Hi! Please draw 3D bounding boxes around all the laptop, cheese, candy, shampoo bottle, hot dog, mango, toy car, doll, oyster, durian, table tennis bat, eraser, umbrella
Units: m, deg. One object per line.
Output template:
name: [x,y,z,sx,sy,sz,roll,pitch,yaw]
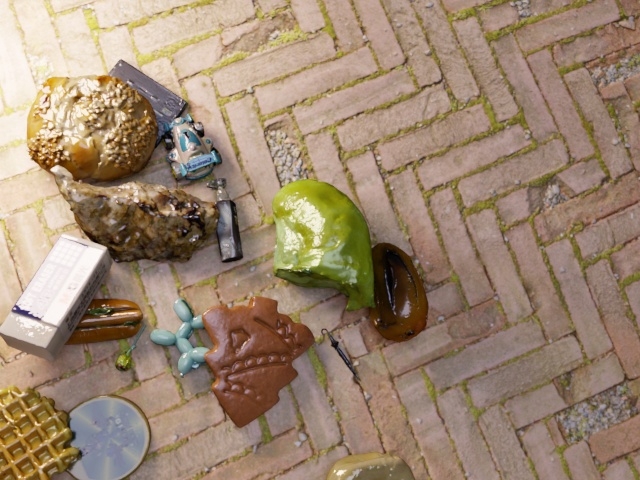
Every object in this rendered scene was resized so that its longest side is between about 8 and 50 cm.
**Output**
laptop: [-0.457,-0.341,2.033,0.207,0.026,0.154,34,74,-1]
cheese: [0.116,0.598,1.869,0.226,0.117,0.213,-1,83,-14]
candy: [-0.438,0.250,1.905,0.035,0.035,0.123,23,65,9]
shampoo bottle: [-0.234,-0.051,1.989,0.064,0.057,0.207,-10,77,-1]
hot dog: [-0.535,0.186,1.879,0.250,0.068,0.100,-6,79,-10]
mango: [0.178,0.123,1.973,0.156,0.151,0.248,-28,70,27]
toy car: [-0.315,-0.232,1.989,0.126,0.098,0.161,-22,91,-15]
doll: [-0.313,0.234,1.909,0.159,0.059,0.159,29,73,-1]
oyster: [-0.441,-0.038,1.903,0.396,0.111,0.204,12,96,-15]
durian: [0.000,0.000,1.934,0.256,0.204,0.339,-6,75,17]
table tennis bat: [-0.539,0.469,1.830,0.321,0.050,0.198,-20,78,-16]
eraser: [-0.588,0.124,1.830,0.124,0.081,0.279,17,57,10]
umbrella: [0.051,0.273,1.980,0.022,0.022,0.149,-41,85,27]

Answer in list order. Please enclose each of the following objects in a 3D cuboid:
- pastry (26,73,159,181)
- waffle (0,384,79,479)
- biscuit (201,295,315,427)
pastry: [-0.542,-0.266,1.922,0.311,0.162,0.255,-3,89,-5]
waffle: [-0.680,0.448,1.762,0.310,0.065,0.283,7,61,3]
biscuit: [-0.155,0.283,1.902,0.284,0.043,0.306,13,81,-23]
